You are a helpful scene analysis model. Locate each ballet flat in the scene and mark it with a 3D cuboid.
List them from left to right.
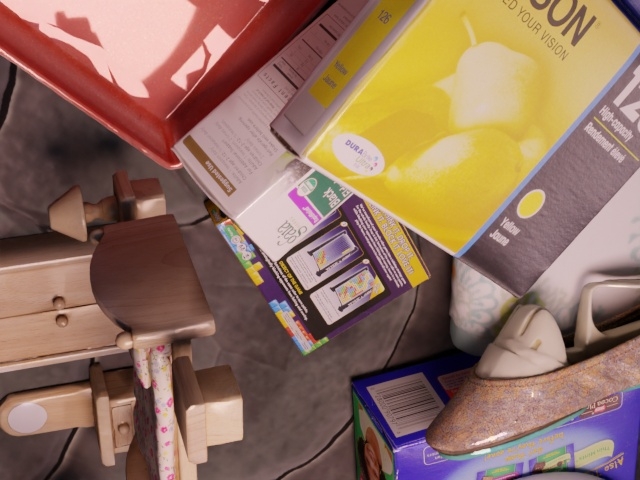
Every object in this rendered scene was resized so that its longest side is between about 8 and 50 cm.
[{"bbox_3d":[0.229,0.097,1.029,0.316,0.107,0.106,-18,101,-15],"label":"ballet flat"}]

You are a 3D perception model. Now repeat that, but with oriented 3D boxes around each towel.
[{"bbox_3d":[0.301,-0.061,1.067,0.375,0.090,0.320,-9,119,-15],"label":"towel"}]

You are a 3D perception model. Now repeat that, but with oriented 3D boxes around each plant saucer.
[{"bbox_3d":[-0.125,-0.218,0.840,0.258,0.047,0.259,36,102,-32],"label":"plant saucer"}]

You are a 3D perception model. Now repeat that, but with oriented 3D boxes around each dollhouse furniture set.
[{"bbox_3d":[-0.178,0.138,0.843,0.174,0.355,0.303,-8,122,-15],"label":"dollhouse furniture set"}]

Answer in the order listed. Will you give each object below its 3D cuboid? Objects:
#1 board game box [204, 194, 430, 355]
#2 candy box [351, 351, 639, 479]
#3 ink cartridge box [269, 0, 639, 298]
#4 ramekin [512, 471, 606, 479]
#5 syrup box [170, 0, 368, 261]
[{"bbox_3d":[0.000,0.000,1.013,0.141,0.048,0.170,-32,124,-2],"label":"board game box"},{"bbox_3d":[0.182,0.266,1.192,0.268,0.122,0.317,-13,122,-14],"label":"candy box"},{"bbox_3d":[0.162,-0.129,0.852,0.307,0.072,0.304,-49,135,12],"label":"ink cartridge box"},{"bbox_3d":[0.219,0.367,1.113,0.273,0.127,0.272,-9,122,-15],"label":"ramekin"},{"bbox_3d":[0.011,-0.103,0.897,0.237,0.096,0.093,-42,151,-1],"label":"syrup box"}]
